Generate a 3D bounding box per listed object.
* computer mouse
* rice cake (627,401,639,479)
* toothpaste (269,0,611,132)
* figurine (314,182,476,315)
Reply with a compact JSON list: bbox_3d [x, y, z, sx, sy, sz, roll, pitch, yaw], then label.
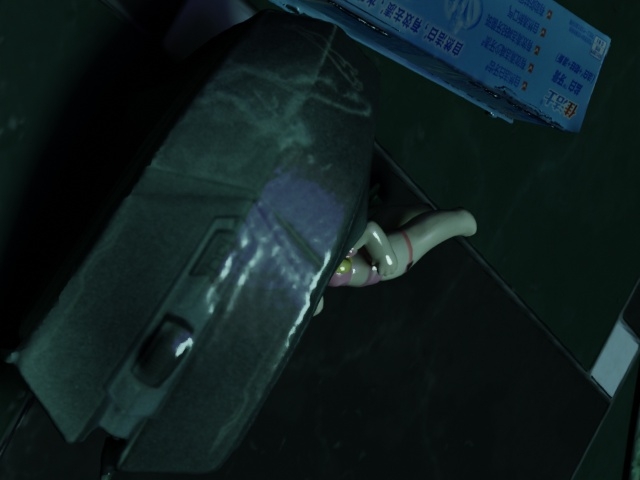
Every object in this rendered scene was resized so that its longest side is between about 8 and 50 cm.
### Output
[{"bbox_3d":[-0.048,0.002,0.809,0.126,0.071,0.231,32,83,-12],"label":"computer mouse"},{"bbox_3d":[0.287,0.118,1.337,0.189,0.037,0.198,-5,110,-49],"label":"rice cake"},{"bbox_3d":[0.060,-0.121,0.946,0.272,0.053,0.066,20,86,-51],"label":"toothpaste"},{"bbox_3d":[0.000,0.000,0.918,0.187,0.083,0.083,-16,118,-39],"label":"figurine"}]
